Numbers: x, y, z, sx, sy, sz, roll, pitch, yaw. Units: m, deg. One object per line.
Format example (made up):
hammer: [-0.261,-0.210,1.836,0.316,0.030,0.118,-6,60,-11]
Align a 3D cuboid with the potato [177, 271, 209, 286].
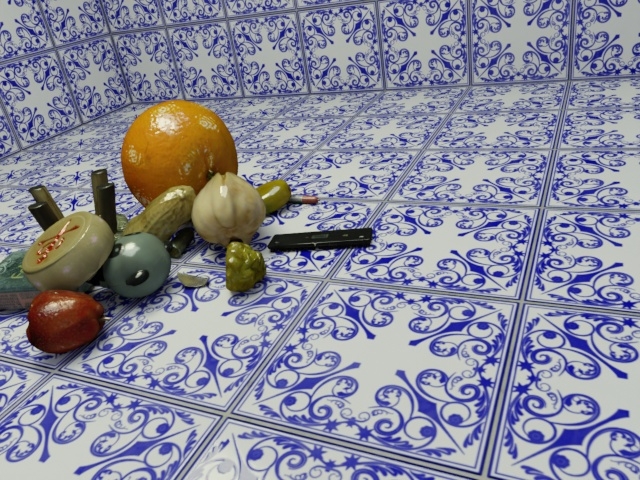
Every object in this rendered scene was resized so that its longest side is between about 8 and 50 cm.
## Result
potato: [-0.363,0.117,1.563,0.093,0.036,0.037,11,-8,3]

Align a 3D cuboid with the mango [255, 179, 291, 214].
mango: [-0.196,-0.147,1.932,0.194,0.092,0.130,-16,41,4]

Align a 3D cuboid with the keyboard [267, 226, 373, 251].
keyboard: [0.000,0.000,1.664,0.316,0.027,0.106,-3,25,13]

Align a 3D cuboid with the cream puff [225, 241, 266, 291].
cream puff: [-0.202,0.074,1.489,0.116,0.146,0.146,4,26,-10]

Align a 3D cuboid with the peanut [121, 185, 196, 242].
peanut: [-0.510,-0.063,1.745,0.305,0.147,0.147,-41,18,22]

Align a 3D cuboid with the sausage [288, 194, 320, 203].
sausage: [-0.102,-0.150,1.977,0.222,0.030,0.029,4,30,25]

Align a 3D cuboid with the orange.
orange: [-0.476,-0.270,1.911,0.423,0.424,0.326,-29,39,-32]

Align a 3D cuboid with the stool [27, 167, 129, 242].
stool: [-0.834,-0.082,1.884,0.310,0.226,0.310,-21,26,-20]

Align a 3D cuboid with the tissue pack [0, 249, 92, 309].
tissue pack: [-0.836,0.114,1.643,0.315,0.103,0.228,-4,27,10]

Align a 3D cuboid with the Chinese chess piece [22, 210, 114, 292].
Chinese chess piece: [-0.680,0.031,1.479,0.250,0.097,0.251,-20,39,17]

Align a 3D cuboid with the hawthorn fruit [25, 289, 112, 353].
hawthorn fruit: [-0.637,0.204,1.368,0.179,0.174,0.173,2,14,-42]

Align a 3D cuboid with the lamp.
lamp: [-0.542,0.072,1.554,0.243,0.198,0.198,-6,26,27]

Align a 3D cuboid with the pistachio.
pistachio: [-0.284,-0.094,1.715,0.228,0.238,0.321,-5,7,-3]

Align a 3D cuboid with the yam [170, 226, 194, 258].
yam: [-0.453,0.007,1.773,0.054,0.054,0.132,-3,28,14]
